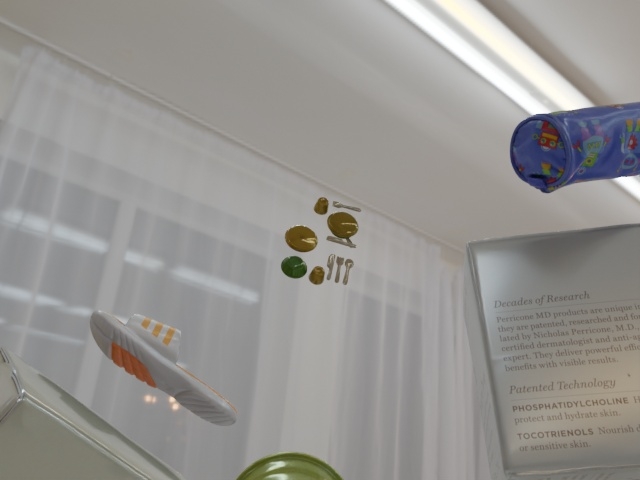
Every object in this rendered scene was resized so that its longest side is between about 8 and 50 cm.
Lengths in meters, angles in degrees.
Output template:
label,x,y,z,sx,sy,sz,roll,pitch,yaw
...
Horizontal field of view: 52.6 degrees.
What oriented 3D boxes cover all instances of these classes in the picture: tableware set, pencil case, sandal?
label,x,y,z,sx,sy,sz,roll,pitch,yaw
tableware set,0.000,0.000,0.933,0.104,0.154,0.024,15,-39,-4
pencil case,0.453,-0.151,1.040,0.306,0.133,0.119,-10,13,-25
sandal,-0.227,0.181,0.982,0.265,0.076,0.102,37,-41,-5

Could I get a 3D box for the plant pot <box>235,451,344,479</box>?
label,x,y,z,sx,sy,sz,roll,pitch,yaw
plant pot,-0.060,0.571,1.210,0.276,0.276,0.254,7,-1,-2

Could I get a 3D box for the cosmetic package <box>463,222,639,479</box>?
label,x,y,z,sx,sy,sz,roll,pitch,yaw
cosmetic package,0.442,0.228,1.133,0.328,0.393,0.329,-7,-31,8

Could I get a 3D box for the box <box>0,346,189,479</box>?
label,x,y,z,sx,sy,sz,roll,pitch,yaw
box,-0.161,0.207,0.495,0.275,0.094,0.113,49,-18,-29
